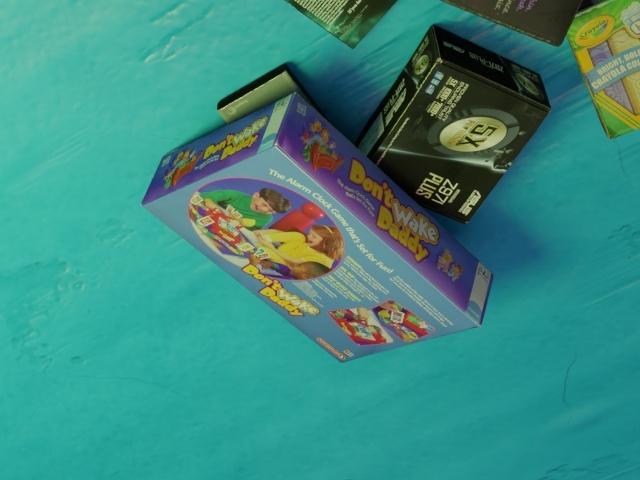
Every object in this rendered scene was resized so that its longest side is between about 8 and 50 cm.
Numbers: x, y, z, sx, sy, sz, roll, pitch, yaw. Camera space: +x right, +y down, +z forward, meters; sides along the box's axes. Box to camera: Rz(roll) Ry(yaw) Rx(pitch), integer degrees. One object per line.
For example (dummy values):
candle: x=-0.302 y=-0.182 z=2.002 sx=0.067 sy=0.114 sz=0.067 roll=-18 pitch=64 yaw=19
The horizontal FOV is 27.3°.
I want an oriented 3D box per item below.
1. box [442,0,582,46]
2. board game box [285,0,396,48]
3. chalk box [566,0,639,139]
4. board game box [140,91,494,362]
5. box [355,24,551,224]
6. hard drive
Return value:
box: x=0.127 y=-0.318 z=1.259 sx=0.270 sy=0.143 sz=0.165 roll=19 pitch=107 yaw=-19
board game box: x=0.045 y=-0.302 z=1.372 sx=0.126 sy=0.026 sz=0.186 roll=32 pitch=120 yaw=-23
chalk box: x=0.317 y=-0.240 z=1.367 sx=0.132 sy=0.132 sz=0.213 roll=-20 pitch=127 yaw=13
board game box: x=0.000 y=0.000 z=1.520 sx=0.233 sy=0.078 sz=0.347 roll=-19 pitch=130 yaw=42
box: x=0.145 y=-0.127 z=1.481 sx=0.147 sy=0.077 sz=0.180 roll=22 pitch=124 yaw=-19
hard drive: x=-0.042 y=-0.129 z=1.506 sx=0.094 sy=0.022 sz=0.135 roll=-28 pitch=124 yaw=18
